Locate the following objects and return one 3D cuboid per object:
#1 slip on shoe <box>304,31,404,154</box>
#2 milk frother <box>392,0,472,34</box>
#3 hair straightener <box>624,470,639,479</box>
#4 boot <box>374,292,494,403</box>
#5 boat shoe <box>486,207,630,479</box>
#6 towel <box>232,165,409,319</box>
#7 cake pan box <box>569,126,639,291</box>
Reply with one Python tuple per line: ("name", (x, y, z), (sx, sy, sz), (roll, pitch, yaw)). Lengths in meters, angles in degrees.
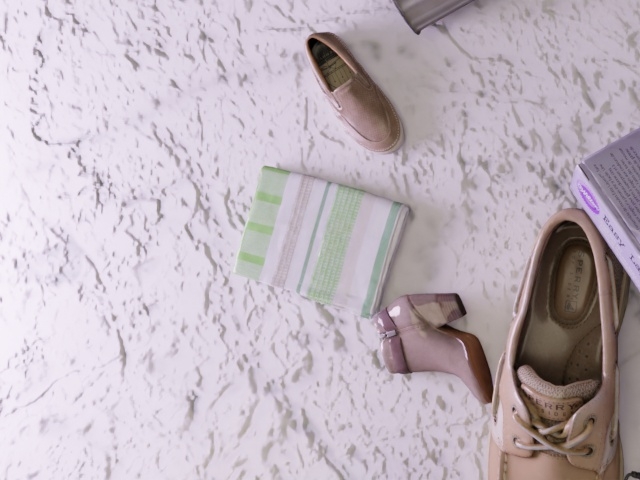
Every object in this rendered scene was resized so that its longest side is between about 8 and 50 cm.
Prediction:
("slip on shoe", (0.029, -0.138, 1.516), (0.051, 0.041, 0.135), (-32, 77, 14))
("milk frother", (0.112, -0.287, 1.481), (0.134, 0.129, 0.143), (-27, 36, 14))
("hair straightener", (0.348, 0.141, 1.368), (0.230, 0.089, 0.047), (-39, 78, 12))
("boot", (0.101, 0.104, 1.482), (0.087, 0.042, 0.118), (-22, 79, 22))
("boat shoe", (0.199, 0.141, 1.406), (0.121, 0.110, 0.341), (3, 87, 18))
("towel", (0.000, 0.000, 1.531), (0.152, 0.023, 0.113), (17, 90, 21))
("cake pan box", (0.371, -0.015, 1.332), (0.245, 0.070, 0.267), (-30, 75, -12))
